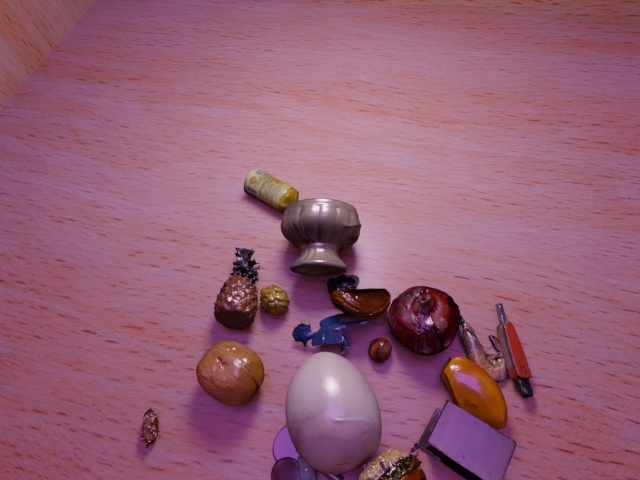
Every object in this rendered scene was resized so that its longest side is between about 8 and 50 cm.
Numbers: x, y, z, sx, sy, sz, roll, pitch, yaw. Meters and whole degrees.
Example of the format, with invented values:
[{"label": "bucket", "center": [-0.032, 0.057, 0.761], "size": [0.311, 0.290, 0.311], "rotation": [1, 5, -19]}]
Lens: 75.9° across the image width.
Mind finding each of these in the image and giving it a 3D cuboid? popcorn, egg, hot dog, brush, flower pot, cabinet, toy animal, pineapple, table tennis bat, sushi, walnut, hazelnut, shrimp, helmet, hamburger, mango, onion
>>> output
[{"label": "popcorn", "center": [-0.166, 0.217, 1.518], "size": [0.106, 0.121, 0.116], "rotation": [9, 63, -30]}, {"label": "egg", "center": [0.031, 0.505, 1.242], "size": [0.283, 0.283, 0.345], "rotation": [-16, 44, -6]}, {"label": "hot dog", "center": [0.143, 0.215, 1.451], "size": [0.227, 0.160, 0.099], "rotation": [6, 87, -26]}, {"label": "brush", "center": [0.651, 0.368, 1.403], "size": [0.070, 0.051, 0.323], "rotation": [12, 57, -25]}, {"label": "flower pot", "center": [0.000, 0.000, 1.547], "size": [0.308, 0.307, 0.243], "rotation": [2, 76, 4]}, {"label": "cabinet", "center": [0.427, 0.601, 1.220], "size": [0.215, 0.174, 0.148], "rotation": [28, 66, 19]}, {"label": "toy animal", "center": [0.034, 0.317, 1.418], "size": [0.255, 0.239, 0.176], "rotation": [-41, 96, 16]}, {"label": "pineapple", "center": [-0.295, 0.156, 1.550], "size": [0.169, 0.169, 0.340], "rotation": [1, 48, 4]}, {"label": "table tennis bat", "center": [-0.037, 0.683, 1.292], "size": [0.247, 0.022, 0.138], "rotation": [29, 69, 20]}, {"label": "sushi", "center": [-0.559, 0.612, 1.341], "size": [0.062, 0.060, 0.117], "rotation": [-17, 61, -12]}, {"label": "walnut", "center": [-0.297, 0.438, 1.360], "size": [0.226, 0.193, 0.193], "rotation": [16, 62, 16]}, {"label": "hazelnut", "center": [0.205, 0.376, 1.424], "size": [0.086, 0.086, 0.086], "rotation": [-2, 60, 3]}, {"label": "shrimp", "center": [0.561, 0.365, 1.427], "size": [0.144, 0.052, 0.250], "rotation": [-14, 66, -18]}, {"label": "helmet", "center": [0.085, 0.179, 1.542], "size": [0.123, 0.070, 0.098], "rotation": [-9, 29, -17]}, {"label": "hamburger", "center": [0.192, 0.686, 1.155], "size": [0.262, 0.243, 0.139], "rotation": [-32, 43, -19]}, {"label": "mango", "center": [0.489, 0.488, 1.312], "size": [0.154, 0.126, 0.252], "rotation": [-38, 65, -4]}, {"label": "table tennis bat", "center": [-0.102, 0.747, 1.252], "size": [0.098, 0.019, 0.154], "rotation": [-11, 63, 5]}, {"label": "onion", "center": [0.354, 0.260, 1.398], "size": [0.252, 0.219, 0.252], "rotation": [-3, 51, 3]}]

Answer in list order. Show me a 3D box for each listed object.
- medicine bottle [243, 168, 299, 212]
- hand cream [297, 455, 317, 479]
[{"label": "medicine bottle", "center": [-0.205, -0.211, 1.763], "size": [0.239, 0.124, 0.124], "rotation": [30, 66, 18]}, {"label": "hand cream", "center": [-0.033, 0.752, 1.226], "size": [0.078, 0.050, 0.204], "rotation": [-9, 76, -3]}]
